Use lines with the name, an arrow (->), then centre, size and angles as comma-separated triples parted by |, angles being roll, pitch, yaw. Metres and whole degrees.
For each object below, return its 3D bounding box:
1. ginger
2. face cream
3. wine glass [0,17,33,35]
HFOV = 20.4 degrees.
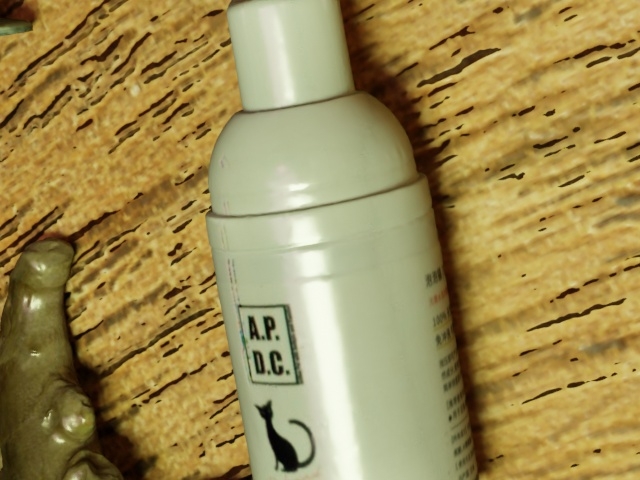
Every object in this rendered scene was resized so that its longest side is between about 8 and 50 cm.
ginger -> -0.192, 0.178, 1.287 | 0.166, 0.080, 0.333 | -38, 68, 45
face cream -> 0.000, 0.000, 1.105 | 0.145, 0.145, 0.369 | -6, 100, 32
wine glass -> -0.342, -0.288, 1.269 | 0.264, 0.096, 0.309 | -3, 101, 33
